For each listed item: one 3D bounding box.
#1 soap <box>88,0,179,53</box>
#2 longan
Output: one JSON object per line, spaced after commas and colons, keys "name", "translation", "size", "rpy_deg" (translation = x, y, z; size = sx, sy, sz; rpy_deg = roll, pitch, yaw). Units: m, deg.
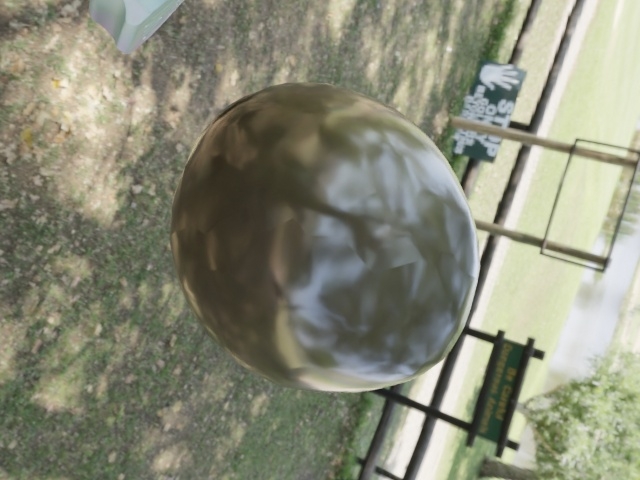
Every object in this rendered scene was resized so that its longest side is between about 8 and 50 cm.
{"name": "soap", "translation": [-0.358, -0.495, 1.284], "size": [0.208, 0.347, 0.115], "rpy_deg": [-48, 109, -14]}
{"name": "longan", "translation": [0.000, 0.000, 0.756], "size": [0.336, 0.404, 0.404], "rpy_deg": [-46, 148, -4]}
